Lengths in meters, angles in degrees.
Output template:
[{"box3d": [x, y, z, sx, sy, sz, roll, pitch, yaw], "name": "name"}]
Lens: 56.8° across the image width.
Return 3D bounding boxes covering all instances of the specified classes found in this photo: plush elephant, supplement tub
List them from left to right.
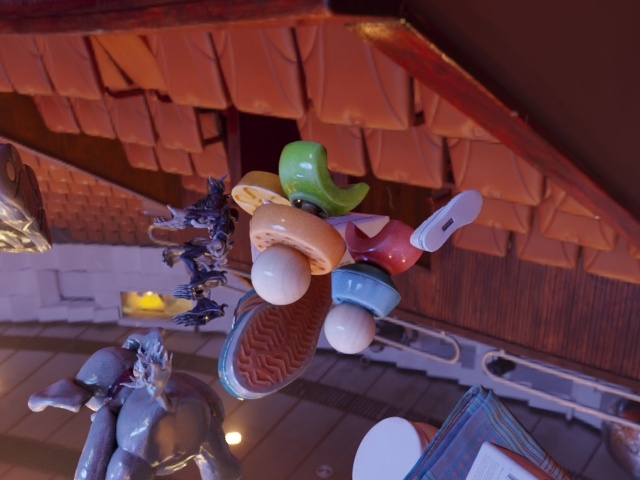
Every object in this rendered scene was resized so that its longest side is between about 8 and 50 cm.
[{"box3d": [-0.316, 0.286, 0.991, 0.272, 0.330, 0.255, -21, -153, -39], "name": "plush elephant"}, {"box3d": [0.214, 0.457, 1.103, 0.272, 0.191, 0.191, 34, -179, -27], "name": "supplement tub"}]

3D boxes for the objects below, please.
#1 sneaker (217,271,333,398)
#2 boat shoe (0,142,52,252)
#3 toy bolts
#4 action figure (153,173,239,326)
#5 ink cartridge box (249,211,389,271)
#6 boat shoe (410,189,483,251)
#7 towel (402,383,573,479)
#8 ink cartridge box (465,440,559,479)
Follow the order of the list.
[{"box3d": [-0.074, 0.127, 0.828, 0.121, 0.108, 0.302, -32, -171, 29], "name": "sneaker"}, {"box3d": [-0.486, -0.050, 0.872, 0.130, 0.132, 0.355, -13, 171, -19], "name": "boat shoe"}, {"box3d": [-0.012, 0.026, 0.683, 0.228, 0.158, 0.218, 35, 157, -30], "name": "toy bolts"}, {"box3d": [-0.213, -0.002, 1.019, 0.140, 0.164, 0.276, 0, -132, -3], "name": "action figure"}, {"box3d": [0.000, 0.000, 1.089, 0.160, 0.093, 0.219, -15, -164, -43], "name": "ink cartridge box"}, {"box3d": [0.139, -0.024, 0.660, 0.100, 0.035, 0.035, -42, -155, -19], "name": "boat shoe"}, {"box3d": [0.263, 0.404, 0.752, 0.271, 0.370, 0.040, -41, 176, -32], "name": "towel"}, {"box3d": [0.213, 0.308, 0.573, 0.082, 0.140, 0.190, 27, 178, -24], "name": "ink cartridge box"}]
